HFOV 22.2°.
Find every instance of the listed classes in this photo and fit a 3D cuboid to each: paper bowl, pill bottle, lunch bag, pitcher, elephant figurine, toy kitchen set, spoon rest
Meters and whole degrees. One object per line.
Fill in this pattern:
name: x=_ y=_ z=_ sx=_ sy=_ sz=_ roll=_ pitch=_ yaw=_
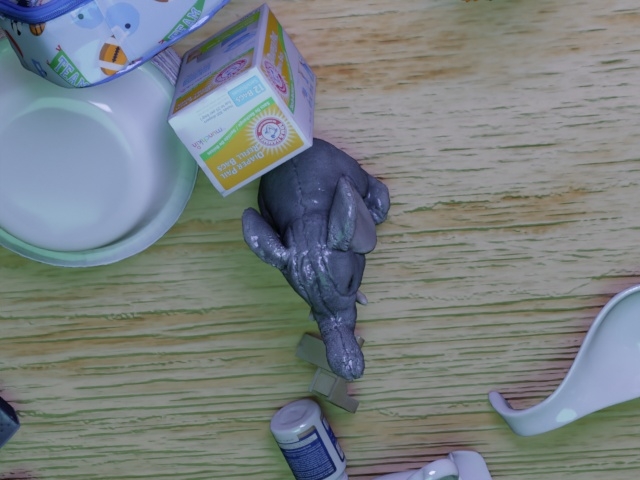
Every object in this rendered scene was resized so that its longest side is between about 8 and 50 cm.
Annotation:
paper bowl: x=-0.271 y=-0.102 z=1.767 sx=0.284 sy=0.148 sz=0.284 roll=1 pitch=115 yaw=2
pill bottle: x=-0.009 y=0.258 z=1.981 sx=0.067 sy=0.067 sz=0.120 roll=-21 pitch=114 yaw=12
lunch bag: x=-0.185 y=-0.268 z=1.600 sx=0.303 sy=0.243 sz=0.115 roll=-35 pitch=117 yaw=-14
pitcher: x=0.097 y=0.327 z=1.962 sx=0.207 sy=0.125 sz=0.178 roll=-32 pitch=151 yaw=14
elephant figurine: x=0.000 y=0.000 z=1.755 sx=0.186 sy=0.239 sz=0.169 roll=27 pitch=114 yaw=-11
toy kitchen set: x=0.016 y=0.150 z=1.952 sx=0.068 sy=0.075 sz=0.083 roll=22 pitch=82 yaw=31
spoon rest: x=0.326 y=0.149 z=1.908 sx=0.276 sy=0.084 sz=0.137 roll=-35 pitch=111 yaw=18

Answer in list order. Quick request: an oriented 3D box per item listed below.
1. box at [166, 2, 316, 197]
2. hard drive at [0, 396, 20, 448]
box: x=-0.078 y=-0.149 z=1.704 sx=0.114 sy=0.203 sz=0.103 roll=-30 pitch=112 yaw=15
hard drive: x=-0.505 y=0.240 z=1.992 sx=0.255 sy=0.054 sz=0.172 roll=-40 pitch=108 yaw=16
